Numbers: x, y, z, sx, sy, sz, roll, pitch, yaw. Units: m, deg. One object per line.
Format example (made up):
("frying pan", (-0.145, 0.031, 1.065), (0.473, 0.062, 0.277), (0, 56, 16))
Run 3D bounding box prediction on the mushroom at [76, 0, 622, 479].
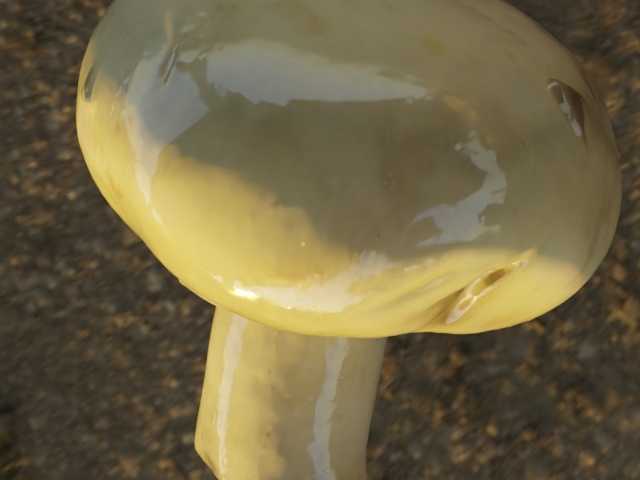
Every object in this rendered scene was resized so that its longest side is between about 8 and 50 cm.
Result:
("mushroom", (0.000, 0.000, 1.049), (0.314, 0.314, 0.336), (18, 109, 17))
